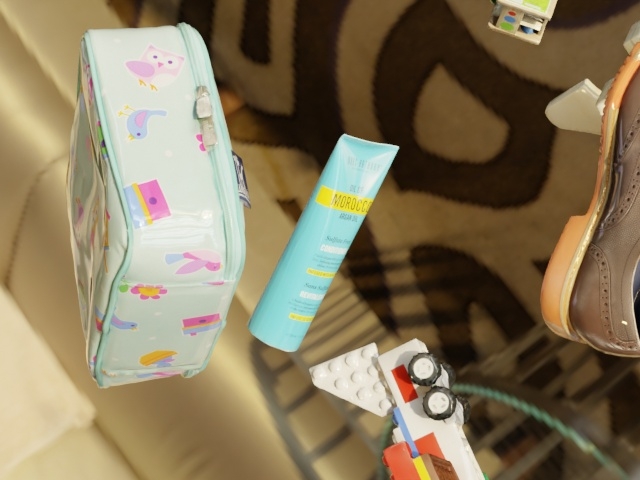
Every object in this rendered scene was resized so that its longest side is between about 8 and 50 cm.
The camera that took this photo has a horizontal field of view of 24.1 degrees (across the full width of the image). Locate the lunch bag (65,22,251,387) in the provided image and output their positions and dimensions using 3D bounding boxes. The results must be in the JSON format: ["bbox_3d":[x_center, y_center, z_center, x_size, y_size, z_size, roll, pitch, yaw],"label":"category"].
[{"bbox_3d":[-0.134,-0.029,1.166,0.279,0.108,0.224,114,149,-57],"label":"lunch bag"}]

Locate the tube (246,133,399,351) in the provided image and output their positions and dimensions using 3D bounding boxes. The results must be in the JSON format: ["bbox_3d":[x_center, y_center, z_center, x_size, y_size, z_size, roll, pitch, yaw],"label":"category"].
[{"bbox_3d":[0.000,0.000,1.352,0.052,0.080,0.207,35,106,32],"label":"tube"}]

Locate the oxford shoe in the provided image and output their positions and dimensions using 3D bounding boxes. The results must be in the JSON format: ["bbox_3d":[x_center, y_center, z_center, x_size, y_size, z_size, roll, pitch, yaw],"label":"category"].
[{"bbox_3d":[0.338,-0.060,1.426,0.133,0.130,0.363,24,98,53],"label":"oxford shoe"}]

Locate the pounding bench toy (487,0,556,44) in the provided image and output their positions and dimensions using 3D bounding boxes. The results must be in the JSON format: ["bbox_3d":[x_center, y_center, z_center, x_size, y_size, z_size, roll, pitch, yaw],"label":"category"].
[{"bbox_3d":[0.177,-0.228,1.398,0.083,0.052,0.065,19,162,2],"label":"pounding bench toy"}]

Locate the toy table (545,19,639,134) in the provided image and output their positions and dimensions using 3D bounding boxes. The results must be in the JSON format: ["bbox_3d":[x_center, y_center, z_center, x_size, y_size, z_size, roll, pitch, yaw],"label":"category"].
[{"bbox_3d":[0.430,-0.170,1.899,0.252,0.274,0.161,-36,103,24],"label":"toy table"}]

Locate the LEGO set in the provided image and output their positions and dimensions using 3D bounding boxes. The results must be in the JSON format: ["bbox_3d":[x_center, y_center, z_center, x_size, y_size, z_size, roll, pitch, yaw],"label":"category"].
[{"bbox_3d":[0.067,0.145,0.533,0.182,0.060,0.244,60,-169,-24],"label":"LEGO set"}]
